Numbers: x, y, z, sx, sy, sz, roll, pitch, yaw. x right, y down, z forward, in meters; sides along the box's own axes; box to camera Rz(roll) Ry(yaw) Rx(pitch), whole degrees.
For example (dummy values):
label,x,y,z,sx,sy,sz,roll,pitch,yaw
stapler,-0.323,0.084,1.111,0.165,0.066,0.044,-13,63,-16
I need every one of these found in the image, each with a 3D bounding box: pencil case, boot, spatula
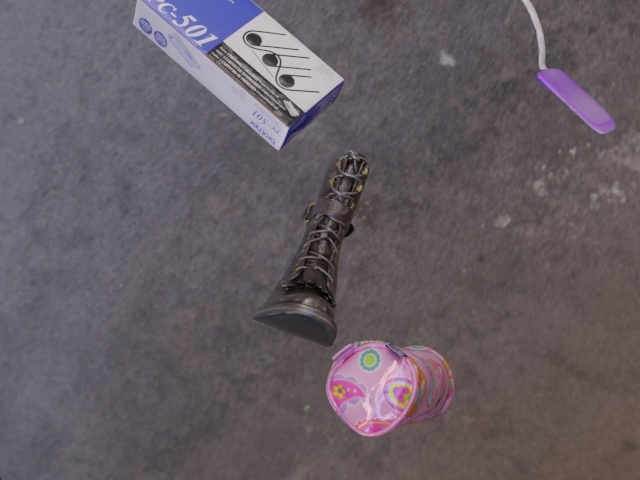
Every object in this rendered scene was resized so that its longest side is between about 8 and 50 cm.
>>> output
label,x,y,z,sx,sy,sz,roll,pitch,yaw
pencil case,0.099,0.190,1.198,0.124,0.284,0.124,-3,81,19
boot,0.000,0.000,1.059,0.091,0.263,0.229,22,84,-7
spatula,0.219,-0.235,0.956,0.030,0.084,0.296,-34,83,35

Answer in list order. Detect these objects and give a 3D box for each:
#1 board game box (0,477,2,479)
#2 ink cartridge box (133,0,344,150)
label,x,y,z,sx,sy,sz,roll,pitch,yaw
board game box,-0.323,0.251,0.438,0.208,0.347,0.056,11,138,8
ink cartridge box,-0.085,-0.196,0.942,0.207,0.097,0.046,42,148,7
